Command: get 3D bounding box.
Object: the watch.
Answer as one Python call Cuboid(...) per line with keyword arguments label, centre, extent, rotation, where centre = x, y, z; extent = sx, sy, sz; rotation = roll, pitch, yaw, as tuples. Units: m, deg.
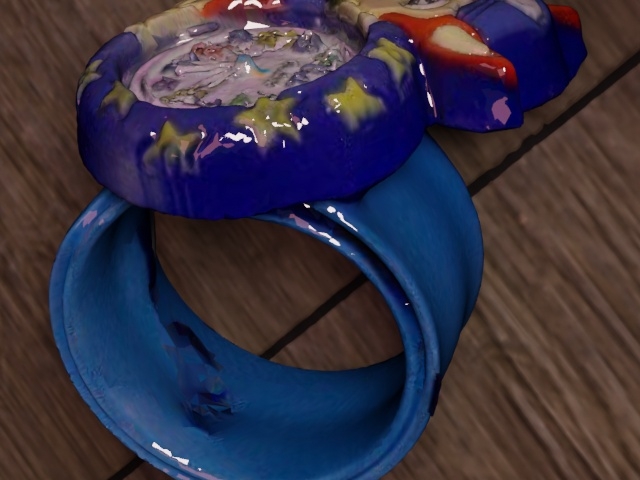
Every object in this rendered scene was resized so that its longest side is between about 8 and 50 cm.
Cuboid(label="watch", centre=(-0.009, 0.002, 0.752), extent=(0.196, 0.171, 0.200), rotation=(11, 120, 23))
